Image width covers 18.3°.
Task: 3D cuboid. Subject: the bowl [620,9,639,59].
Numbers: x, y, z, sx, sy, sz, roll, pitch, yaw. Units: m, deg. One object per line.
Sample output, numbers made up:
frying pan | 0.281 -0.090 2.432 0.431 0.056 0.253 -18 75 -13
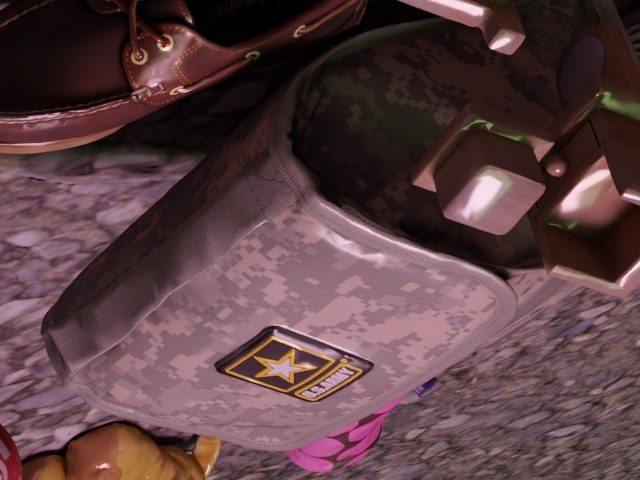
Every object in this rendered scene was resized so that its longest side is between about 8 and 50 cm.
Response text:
bowl | 0.200 -0.083 1.162 0.170 0.080 0.170 -11 146 -8

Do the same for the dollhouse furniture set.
dollhouse furniture set | 0.051 -0.169 0.792 0.355 0.174 0.303 17 130 -27

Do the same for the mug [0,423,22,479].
mug | -0.281 0.146 1.274 0.150 0.113 0.169 -38 159 -9

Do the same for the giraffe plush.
giraffe plush | -0.148 0.256 1.615 0.210 0.170 0.181 -2 153 -42

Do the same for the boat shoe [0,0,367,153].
boat shoe | -0.071 -0.099 0.892 0.207 0.073 0.073 -22 174 -22

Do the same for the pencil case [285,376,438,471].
pencil case | 0.027 0.109 1.524 0.098 0.095 0.209 -29 167 -22

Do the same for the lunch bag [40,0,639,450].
lunch bag | 0.021 -0.002 1.027 0.287 0.169 0.235 -19 168 -43
